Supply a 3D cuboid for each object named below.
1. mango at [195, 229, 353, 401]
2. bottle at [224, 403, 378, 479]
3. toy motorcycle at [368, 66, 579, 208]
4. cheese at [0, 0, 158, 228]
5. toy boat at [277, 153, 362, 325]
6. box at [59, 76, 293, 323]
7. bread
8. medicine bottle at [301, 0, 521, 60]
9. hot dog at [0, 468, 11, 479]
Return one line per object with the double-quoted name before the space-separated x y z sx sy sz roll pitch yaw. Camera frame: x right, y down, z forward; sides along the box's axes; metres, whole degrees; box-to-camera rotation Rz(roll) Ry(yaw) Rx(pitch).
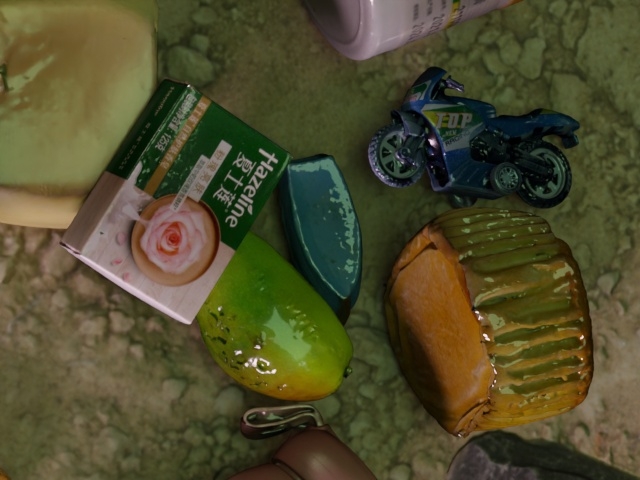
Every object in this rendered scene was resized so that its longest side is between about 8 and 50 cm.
"mango" -0.069 0.072 1.901 0.233 0.111 0.125 42 74 -3
"bottle" -0.076 0.307 1.863 0.297 0.173 0.206 -40 79 -14
"toy motorcycle" 0.164 -0.109 1.994 0.254 0.092 0.135 8 76 -26
"cheese" -0.304 -0.141 1.826 0.316 0.128 0.259 0 90 -16
"toy boat" 0.000 0.000 1.954 0.075 0.077 0.185 -15 84 -17
"box" -0.138 -0.039 1.805 0.135 0.081 0.199 33 87 -24
"bread" 0.172 0.078 1.904 0.142 0.253 0.227 -11 79 -21
"medicine bottle" 0.097 -0.326 1.899 0.232 0.238 0.237 -24 95 -16
"hot dog" -0.409 0.276 1.808 0.270 0.072 0.109 -11 93 -16
